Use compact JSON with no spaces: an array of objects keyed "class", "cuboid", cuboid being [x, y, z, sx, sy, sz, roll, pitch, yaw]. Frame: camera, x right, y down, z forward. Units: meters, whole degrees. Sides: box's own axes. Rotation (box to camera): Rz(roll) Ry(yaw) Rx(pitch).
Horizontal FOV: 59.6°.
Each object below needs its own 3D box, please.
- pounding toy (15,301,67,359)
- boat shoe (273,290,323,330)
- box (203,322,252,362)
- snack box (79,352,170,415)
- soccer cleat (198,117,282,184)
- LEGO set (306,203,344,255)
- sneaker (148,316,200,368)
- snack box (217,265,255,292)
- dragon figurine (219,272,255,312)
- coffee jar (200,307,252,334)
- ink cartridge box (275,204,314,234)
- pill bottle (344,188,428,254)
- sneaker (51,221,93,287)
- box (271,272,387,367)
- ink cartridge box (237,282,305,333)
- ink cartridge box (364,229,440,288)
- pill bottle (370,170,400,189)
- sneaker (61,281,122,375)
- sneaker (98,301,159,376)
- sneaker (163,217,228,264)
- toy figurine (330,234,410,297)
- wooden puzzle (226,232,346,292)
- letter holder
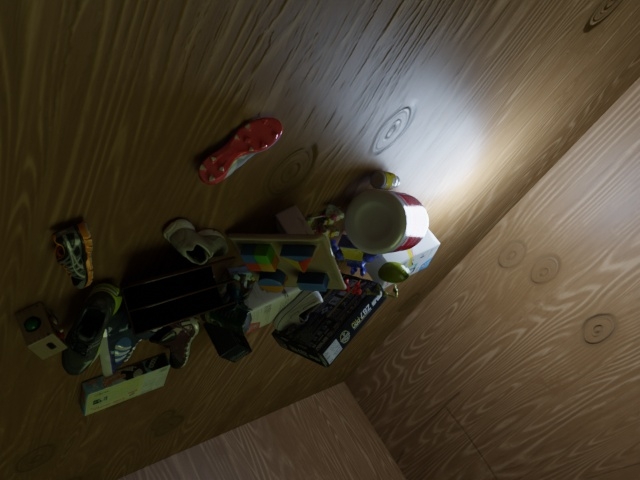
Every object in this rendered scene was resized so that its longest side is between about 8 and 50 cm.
[{"class":"pounding toy","cuboid":[-0.742,0.240,1.510,0.100,0.130,0.141,-27,154,-17]},{"class":"boat shoe","cuboid":[-0.088,0.288,2.191,0.095,0.084,0.258,-4,142,-51]},{"class":"box","cuboid":[-0.367,0.388,2.222,0.093,0.156,0.158,-34,155,0]},{"class":"snack box","cuboid":[-0.751,0.554,2.154,0.322,0.060,0.187,-15,149,-37]},{"class":"soccer cleat","cuboid":[-0.205,-0.229,1.424,0.248,0.083,0.095,-38,-175,-4]},{"class":"LEGO set","cuboid":[0.000,0.000,2.011,0.107,0.132,0.286,-13,125,-30]},{"class":"sneaker","cuboid":[-0.557,0.373,2.044,0.163,0.106,0.281,-5,132,-40]},{"class":"snack box","cuboid":[-0.289,0.135,2.003,0.141,0.037,0.100,-7,142,-43]},{"class":"dragon figurine","cuboid":[-0.273,0.194,1.860,0.085,0.289,0.143,2,99,-28]},{"class":"coffee jar","cuboid":[-0.346,0.273,2.023,0.096,0.185,0.079,90,18,-60]},{"class":"ink cartridge box","cuboid":[-0.085,-0.005,1.885,0.082,0.139,0.190,-26,154,-15]},{"class":"pill bottle","cuboid":[0.265,-0.069,2.072,0.229,0.229,0.408,-44,163,20]},{"class":"sneaker","cuboid":[-0.613,0.040,1.381,0.083,0.084,0.214,-15,140,-32]},{"class":"box","cuboid":[0.033,0.303,2.271,0.395,0.318,0.097,-47,125,-25]},{"class":"ink cartridge box","cuboid":[-0.193,0.228,2.197,0.283,0.117,0.207,-23,153,-24]},{"class":"ink cartridge box","cuboid":[0.332,0.045,2.432,0.270,0.197,0.198,-24,153,-23]},{"class":"pill bottle","cuboid":[0.235,-0.214,2.000,0.116,0.065,0.065,-1,139,-51]},{"class":"sneaker","cuboid":[-0.665,0.262,1.578,0.121,0.111,0.299,-97,-149,-72]},{"class":"sneaker","cuboid":[-0.601,0.309,1.806,0.237,0.130,0.322,-14,143,-26]},{"class":"sneaker","cuboid":[-0.348,0.029,1.635,0.099,0.121,0.262,-41,156,13]},{"class":"toy figurine","cuboid":[0.151,0.071,2.184,0.191,0.363,0.217,-56,144,-43]},{"class":"wooden puzzle","cuboid":[-0.105,0.089,1.818,0.323,0.080,0.347,1,148,18]},{"class":"letter holder","cuboid":[-0.400,0.159,1.666,0.302,0.151,0.214,-16,179,-38]}]
